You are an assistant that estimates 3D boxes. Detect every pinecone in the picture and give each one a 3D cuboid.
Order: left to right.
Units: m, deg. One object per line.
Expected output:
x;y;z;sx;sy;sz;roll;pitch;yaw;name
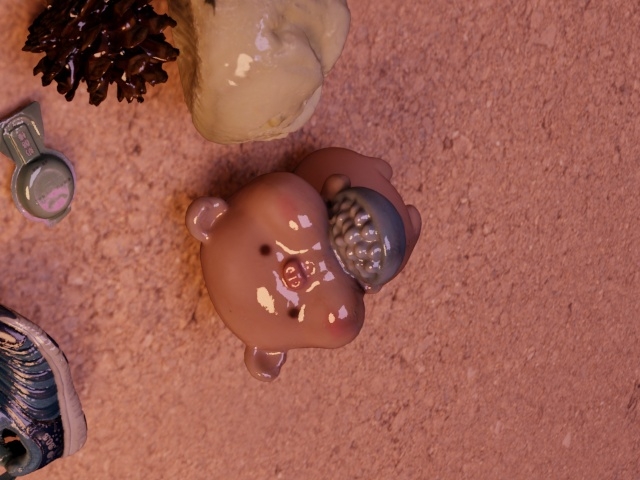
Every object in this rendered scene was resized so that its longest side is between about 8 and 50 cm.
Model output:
-0.185;-0.179;0.916;0.121;0.140;0.140;43;75;-31;pinecone

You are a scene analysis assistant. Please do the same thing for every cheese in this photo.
-0.261;-0.065;0.973;0.067;0.026;0.120;-39;132;-28;cheese

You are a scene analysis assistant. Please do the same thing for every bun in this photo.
-0.057;-0.208;0.966;0.160;0.259;0.259;-10;119;-12;bun

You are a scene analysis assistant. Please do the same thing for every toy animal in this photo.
-0.011;0.002;1.154;0.210;0.229;0.221;63;15;-11;toy animal

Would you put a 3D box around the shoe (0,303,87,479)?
-0.292;0.144;0.988;0.106;0.091;0.207;-36;134;-36;shoe
